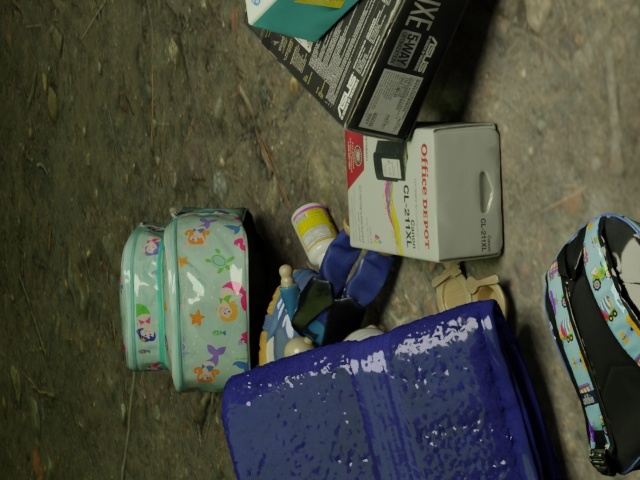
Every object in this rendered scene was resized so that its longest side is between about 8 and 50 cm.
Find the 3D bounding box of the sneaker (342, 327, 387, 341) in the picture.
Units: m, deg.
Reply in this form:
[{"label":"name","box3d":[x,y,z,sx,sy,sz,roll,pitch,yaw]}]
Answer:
[{"label":"sneaker","box3d":[0.061,0.244,1.433,0.153,0.099,0.282,-147,57,-72]}]

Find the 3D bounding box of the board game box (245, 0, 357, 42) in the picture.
[{"label":"board game box","box3d":[0.040,-0.369,1.187,0.336,0.079,0.254,-37,54,46]}]

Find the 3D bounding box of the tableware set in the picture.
[{"label":"tableware set","box3d":[0.150,0.101,1.334,0.141,0.020,0.169,-11,87,64]}]

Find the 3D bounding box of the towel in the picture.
[{"label":"towel","box3d":[0.065,0.199,1.296,0.308,0.076,0.228,-18,81,25]}]

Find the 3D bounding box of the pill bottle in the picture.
[{"label":"pill bottle","box3d":[0.000,0.000,1.581,0.083,0.043,0.043,65,148,32]}]

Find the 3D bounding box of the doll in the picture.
[{"label":"doll","box3d":[0.011,0.062,1.491,0.129,0.046,0.189,31,116,5]}]

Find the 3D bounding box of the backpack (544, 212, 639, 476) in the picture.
[{"label":"backpack","box3d":[0.247,0.067,1.024,0.158,0.117,0.173,-58,47,52]}]

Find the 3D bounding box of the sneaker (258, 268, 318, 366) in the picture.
[{"label":"sneaker","box3d":[0.005,0.181,1.581,0.131,0.112,0.296,4,93,35]}]

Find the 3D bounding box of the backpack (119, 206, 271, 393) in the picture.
[{"label":"backpack","box3d":[-0.145,0.072,1.659,0.253,0.191,0.225,-136,45,-77]}]

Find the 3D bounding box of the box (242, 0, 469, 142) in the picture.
[{"label":"box","box3d":[0.054,-0.283,1.288,0.242,0.076,0.307,50,124,48]}]

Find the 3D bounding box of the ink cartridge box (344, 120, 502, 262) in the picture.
[{"label":"ink cartridge box","box3d":[0.097,-0.051,1.344,0.175,0.072,0.127,10,104,63]}]
